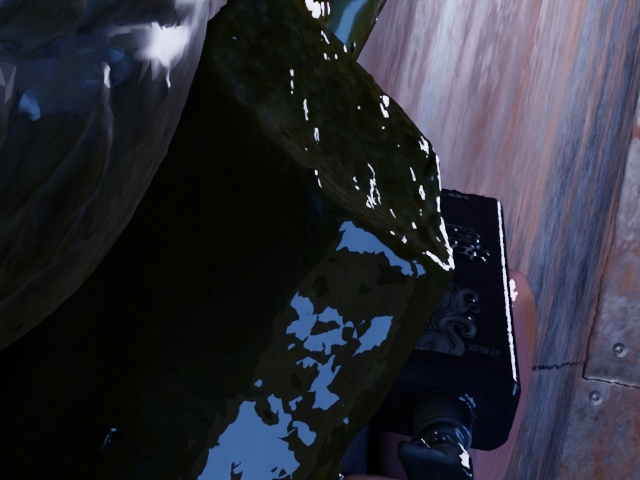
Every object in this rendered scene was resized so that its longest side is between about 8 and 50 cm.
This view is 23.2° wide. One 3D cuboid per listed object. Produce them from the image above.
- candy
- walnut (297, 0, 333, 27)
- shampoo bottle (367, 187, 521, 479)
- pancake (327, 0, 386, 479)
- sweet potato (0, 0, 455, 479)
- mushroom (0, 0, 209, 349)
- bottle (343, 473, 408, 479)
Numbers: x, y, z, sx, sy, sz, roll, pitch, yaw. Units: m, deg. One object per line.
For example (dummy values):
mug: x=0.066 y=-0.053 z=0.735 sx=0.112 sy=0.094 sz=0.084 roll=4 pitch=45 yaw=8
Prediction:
candy: x=0.126 y=0.145 z=1.420 sx=0.255 sy=0.094 sz=0.255 roll=12 pitch=90 yaw=-73
walnut: x=-0.027 y=-0.169 z=0.765 sx=0.170 sy=0.069 sz=0.143 roll=61 pitch=43 yaw=-67
shampoo bottle: x=0.081 y=0.067 z=1.061 sx=0.309 sy=0.098 sz=0.071 roll=-85 pitch=-171 yaw=-57
pancake: x=0.004 y=0.002 z=0.932 sx=0.197 sy=0.054 sz=0.377 roll=-33 pitch=134 yaw=-49
sweet potato: x=-0.064 y=0.070 z=0.675 sx=0.370 sy=0.157 sz=0.158 roll=-59 pitch=160 yaw=-7
mushroom: x=-0.121 y=-0.067 z=0.400 sx=0.278 sy=0.146 sz=0.278 roll=-47 pitch=146 yaw=-46
bottle: x=0.046 y=0.341 z=1.208 sx=0.206 sy=0.173 sz=0.297 roll=13 pitch=91 yaw=-42
